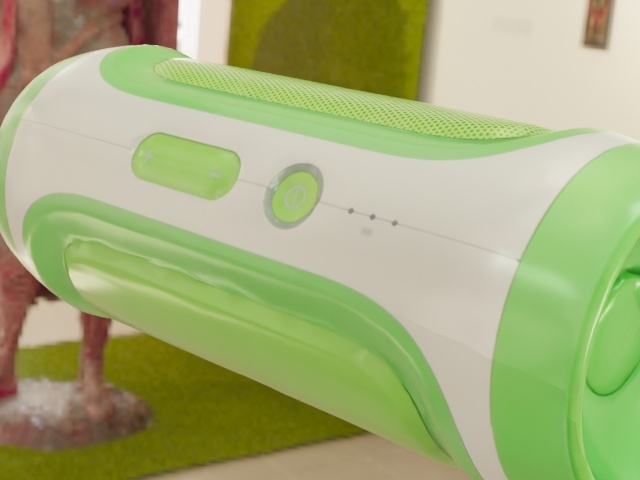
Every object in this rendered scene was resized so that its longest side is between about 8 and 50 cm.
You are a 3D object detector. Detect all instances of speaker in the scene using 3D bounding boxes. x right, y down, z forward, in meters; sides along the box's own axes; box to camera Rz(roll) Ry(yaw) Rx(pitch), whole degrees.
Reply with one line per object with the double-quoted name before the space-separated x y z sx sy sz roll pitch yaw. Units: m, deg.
"speaker" 0.000 0.000 0.464 0.296 0.131 0.131 17 18 41
